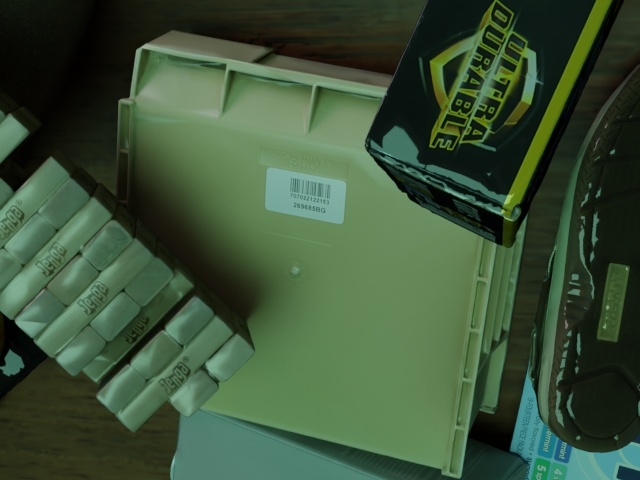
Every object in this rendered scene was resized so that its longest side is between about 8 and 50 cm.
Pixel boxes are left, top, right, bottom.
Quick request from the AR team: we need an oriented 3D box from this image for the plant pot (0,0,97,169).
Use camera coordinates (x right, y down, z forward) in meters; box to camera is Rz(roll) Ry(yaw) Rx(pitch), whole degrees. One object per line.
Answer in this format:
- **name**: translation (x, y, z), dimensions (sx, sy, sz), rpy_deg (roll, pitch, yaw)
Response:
- **plant pot**: translation (-0.254, -0.145, 0.924), dimensions (0.215, 0.215, 0.230), rpy_deg (42, 104, -1)

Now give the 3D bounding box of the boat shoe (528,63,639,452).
- **boat shoe**: translation (0.187, 0.003, 0.873), dimensions (0.095, 0.095, 0.257), rpy_deg (17, 93, -7)

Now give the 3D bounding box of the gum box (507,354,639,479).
- **gum box**: translation (0.227, 0.163, 0.953), dimensions (0.184, 0.041, 0.157), rpy_deg (14, 115, 15)

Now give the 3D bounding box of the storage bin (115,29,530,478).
- **storage bin**: translation (0.000, 0.000, 0.923), dimensions (0.262, 0.123, 0.260), rpy_deg (12, 114, 15)

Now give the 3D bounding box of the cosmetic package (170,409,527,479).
- **cosmetic package**: translation (0.013, 0.188, 0.981), dimensions (0.238, 0.107, 0.127), rpy_deg (21, 116, 24)

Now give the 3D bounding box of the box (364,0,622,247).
- **box**: translation (0.130, -0.161, 0.670), dimensions (0.079, 0.257, 0.322), rpy_deg (25, 90, 10)

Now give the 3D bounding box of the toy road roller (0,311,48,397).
- **toy road roller**: translation (-0.373, 0.103, 1.030), dimensions (0.202, 0.240, 0.329), rpy_deg (47, 118, -3)

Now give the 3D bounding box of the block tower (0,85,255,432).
- **block tower**: translation (-0.190, -0.025, 0.815), dimensions (0.091, 0.097, 0.335), rpy_deg (-45, 100, 0)
